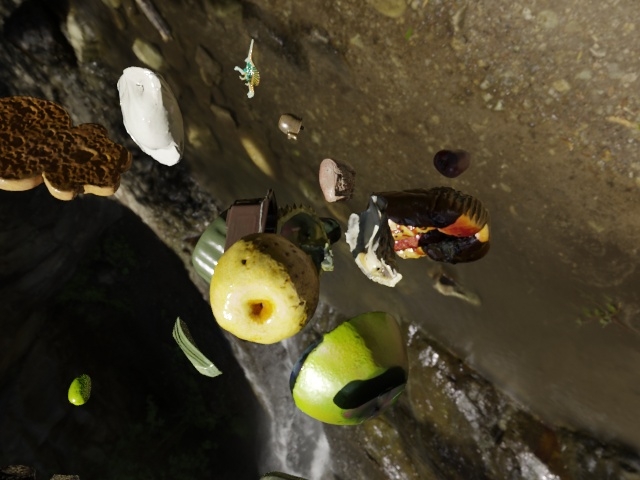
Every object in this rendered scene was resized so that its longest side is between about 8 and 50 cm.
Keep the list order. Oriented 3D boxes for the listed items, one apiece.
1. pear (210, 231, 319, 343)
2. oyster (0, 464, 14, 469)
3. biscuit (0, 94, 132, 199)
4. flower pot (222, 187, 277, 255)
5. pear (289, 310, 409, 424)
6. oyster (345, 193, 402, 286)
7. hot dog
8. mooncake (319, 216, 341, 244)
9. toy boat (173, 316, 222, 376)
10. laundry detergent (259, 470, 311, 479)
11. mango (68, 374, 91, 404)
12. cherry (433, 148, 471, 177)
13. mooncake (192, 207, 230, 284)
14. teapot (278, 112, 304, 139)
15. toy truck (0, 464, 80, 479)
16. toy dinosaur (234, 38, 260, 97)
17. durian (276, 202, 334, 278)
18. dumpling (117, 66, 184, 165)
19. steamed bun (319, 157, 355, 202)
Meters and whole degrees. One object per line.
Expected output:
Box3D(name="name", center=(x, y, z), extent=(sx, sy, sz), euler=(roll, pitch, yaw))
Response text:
Box3D(name="pear", center=(-0.083, 0.069, 0.744), extent=(0.178, 0.178, 0.178), euler=(43, 163, 16))
Box3D(name="oyster", center=(-0.675, 0.536, 0.970), extent=(0.163, 0.191, 0.081), euler=(-88, -1, -50))
Box3D(name="biscuit", center=(-0.508, -0.170, 0.911), extent=(0.289, 0.201, 0.044), euler=(16, 150, -14))
Box3D(name="flower pot", center=(-0.143, 0.029, 0.939), extent=(0.084, 0.250, 0.179), euler=(6, 164, 2))
Box3D(name="pear", center=(0.115, 0.389, 1.363), extent=(0.165, 0.399, 0.398), euler=(47, 167, 39))
Box3D(name="oyster", center=(0.158, -0.004, 1.386), extent=(0.275, 0.101, 0.270), euler=(163, 104, -74))
Box3D(name="hot dog", center=(0.384, -0.042, 1.643), extent=(0.366, 0.195, 0.367), euler=(-4, 152, 35))
Box3D(name="mooncake", center=(0.000, 0.000, 1.727), extent=(0.168, 0.175, 0.104), euler=(43, 162, 45))
Box3D(name="toy boat", center=(-0.415, 0.350, 1.579), extent=(0.293, 0.055, 0.093), euler=(34, 157, 45))
Box3D(name="laundry detergent", center=(-0.081, 0.637, 1.023), extent=(0.181, 0.253, 0.091), euler=(19, 145, -7))
Box3D(name="mango", center=(-0.880, 0.546, 1.779), extent=(0.074, 0.108, 0.056), euler=(13, 154, -6))
Box3D(name="cherry", center=(0.434, -0.252, 1.596), extent=(0.086, 0.127, 0.106), euler=(107, 159, -50))
Box3D(name="mooncake", center=(-0.356, 0.028, 1.985), extent=(0.187, 0.351, 0.351), euler=(37, 162, 10))
Box3D(name="teapot", center=(-0.100, -0.354, 1.558), extent=(0.080, 0.084, 0.110), euler=(17, 159, -15))
Box3D(name="toy truck", center=(-0.535, 0.422, 0.746), extent=(0.286, 0.136, 0.111), euler=(14, 173, -23))
Box3D(name="toy dinosaur", center=(-0.235, -0.576, 1.653), extent=(0.187, 0.044, 0.106), euler=(-41, 75, 48))
Box3D(name="durian", center=(-0.055, 0.019, 1.270), extent=(0.166, 0.172, 0.306), euler=(-117, 3, -50))
Box3D(name="dumpling", center=(-0.604, -0.437, 1.678), extent=(0.260, 0.181, 0.341), euler=(21, 163, 20))
Box3D(name="steamed bun", center=(0.067, -0.232, 1.860), extent=(0.107, 0.145, 0.174), euler=(-7, 87, 33))
